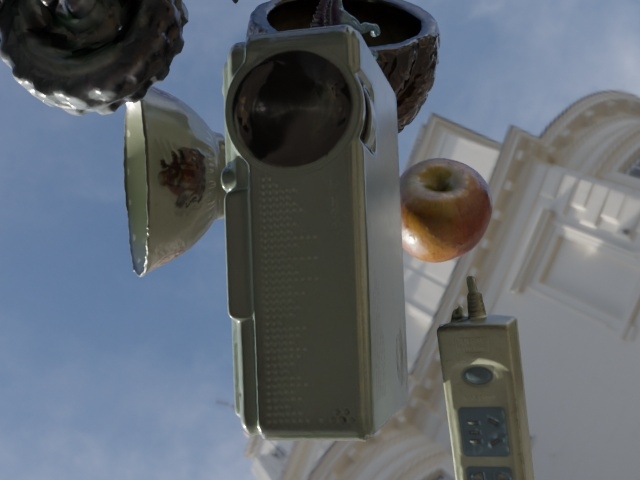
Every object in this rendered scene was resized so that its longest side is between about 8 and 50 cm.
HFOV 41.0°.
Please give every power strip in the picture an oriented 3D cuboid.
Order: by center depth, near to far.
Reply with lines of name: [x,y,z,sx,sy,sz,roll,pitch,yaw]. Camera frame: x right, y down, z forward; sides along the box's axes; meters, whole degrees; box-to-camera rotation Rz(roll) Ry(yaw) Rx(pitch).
power strip: [0.104,0.116,0.527,0.030,0.047,0.191,-17,-80,-65]

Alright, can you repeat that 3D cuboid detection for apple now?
apple: [0.238,-0.054,1.714,0.235,0.210,0.173,-47,-37,-40]

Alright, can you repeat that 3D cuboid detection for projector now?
projector: [0.000,0.000,0.602,0.099,0.192,0.257,-3,-94,11]

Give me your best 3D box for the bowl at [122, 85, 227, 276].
bowl: [-0.242,-0.109,1.458,0.157,0.337,0.337,-3,-70,-18]

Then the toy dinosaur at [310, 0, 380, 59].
toy dinosaur: [0.026,-0.234,0.977,0.080,0.045,0.198,-7,-88,-45]

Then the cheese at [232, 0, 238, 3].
cheese: [-0.116,-0.442,1.368,0.121,0.067,0.026,-47,-25,27]

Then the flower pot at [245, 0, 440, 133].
flower pot: [0.027,-0.188,1.215,0.266,0.266,0.267,-18,-52,-27]

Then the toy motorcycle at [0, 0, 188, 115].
toy motorcycle: [-0.195,-0.204,0.485,0.188,0.327,0.143,-60,-18,-6]
